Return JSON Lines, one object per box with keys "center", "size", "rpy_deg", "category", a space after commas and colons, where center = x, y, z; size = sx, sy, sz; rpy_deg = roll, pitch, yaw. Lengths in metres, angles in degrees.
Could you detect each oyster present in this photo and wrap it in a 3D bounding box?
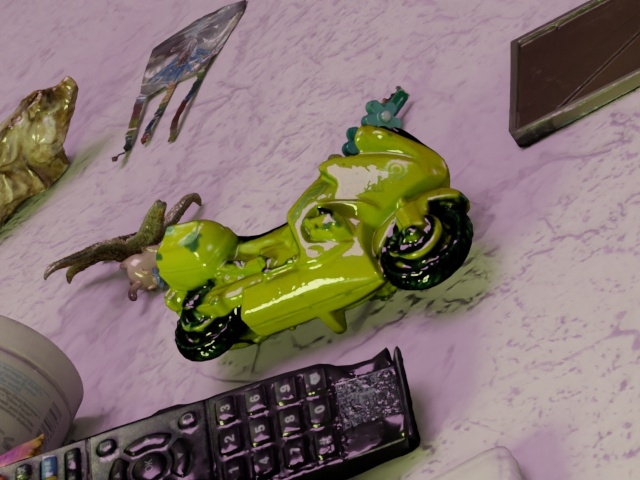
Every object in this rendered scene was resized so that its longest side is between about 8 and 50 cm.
{"center": [-0.429, -0.079, 2.463], "size": [0.341, 0.110, 0.166], "rpy_deg": [-41, 22, 3], "category": "oyster"}

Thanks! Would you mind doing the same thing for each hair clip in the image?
{"center": [0.044, -0.103, 1.972], "size": [0.049, 0.049, 0.173], "rpy_deg": [-8, 39, 46], "category": "hair clip"}

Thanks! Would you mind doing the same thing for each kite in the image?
{"center": [-0.184, -0.214, 2.457], "size": [0.169, 0.015, 0.310], "rpy_deg": [-25, 30, 25], "category": "kite"}

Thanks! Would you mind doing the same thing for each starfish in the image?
{"center": [-0.223, 0.004, 2.102], "size": [0.216, 0.050, 0.223], "rpy_deg": [-19, -12, -34], "category": "starfish"}

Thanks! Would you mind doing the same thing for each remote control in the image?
{"center": [-0.109, 0.196, 1.605], "size": [0.398, 0.062, 0.145], "rpy_deg": [-18, 41, 8], "category": "remote control"}

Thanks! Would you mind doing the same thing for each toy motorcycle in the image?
{"center": [-0.001, -0.002, 1.776], "size": [0.342, 0.142, 0.206], "rpy_deg": [-21, 32, 29], "category": "toy motorcycle"}

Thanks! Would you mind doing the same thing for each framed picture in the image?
{"center": [0.296, -0.203, 1.831], "size": [0.260, 0.023, 0.189], "rpy_deg": [-28, 29, 22], "category": "framed picture"}

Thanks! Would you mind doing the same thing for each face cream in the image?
{"center": [-0.346, 0.182, 1.890], "size": [0.177, 0.177, 0.153], "rpy_deg": [-16, 38, 38], "category": "face cream"}

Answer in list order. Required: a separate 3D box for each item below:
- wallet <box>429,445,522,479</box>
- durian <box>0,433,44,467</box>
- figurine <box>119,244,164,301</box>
{"center": [0.104, 0.237, 1.406], "size": [0.124, 0.032, 0.183], "rpy_deg": [-30, 31, 18], "category": "wallet"}
{"center": [-0.350, 0.345, 1.727], "size": [0.341, 0.112, 0.191], "rpy_deg": [-40, 42, 1], "category": "durian"}
{"center": [-0.175, 0.034, 2.051], "size": [0.083, 0.047, 0.051], "rpy_deg": [-30, 43, 4], "category": "figurine"}
